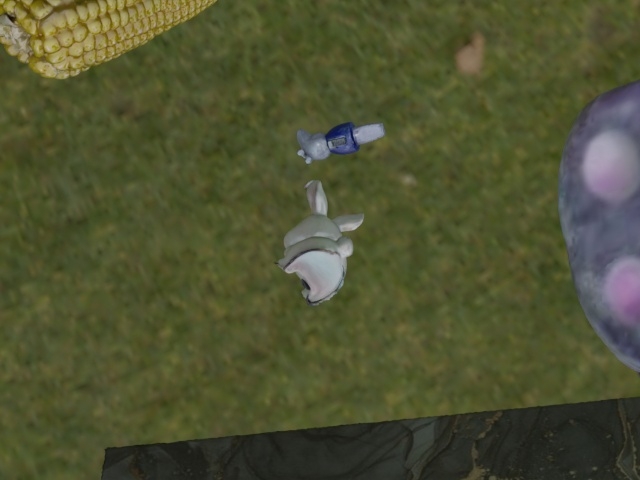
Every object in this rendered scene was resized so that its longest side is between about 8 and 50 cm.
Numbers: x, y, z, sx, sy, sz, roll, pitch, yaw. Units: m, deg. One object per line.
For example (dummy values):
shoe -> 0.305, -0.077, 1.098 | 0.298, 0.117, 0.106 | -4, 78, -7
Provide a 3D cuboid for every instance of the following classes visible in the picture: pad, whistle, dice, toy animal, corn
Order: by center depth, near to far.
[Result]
pad -> 0.046, 0.191, 1.046 | 0.368, 0.247, 0.007 | -6, 134, 7
corn -> -0.151, -0.216, 1.600 | 0.310, 0.101, 0.101 | -30, 139, -36
whistle -> 0.017, -0.092, 1.715 | 0.083, 0.029, 0.033 | -13, 102, 15
dice -> 0.401, -0.027, 1.766 | 0.271, 0.270, 0.270 | -14, 174, 41
toy animal -> -0.004, 0.005, 1.998 | 0.071, 0.124, 0.085 | 35, 109, -15

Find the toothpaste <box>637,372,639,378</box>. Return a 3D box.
toothpaste -> 0.353, 0.095, 2.005 | 0.075, 0.301, 0.048 | 7, 118, -11
